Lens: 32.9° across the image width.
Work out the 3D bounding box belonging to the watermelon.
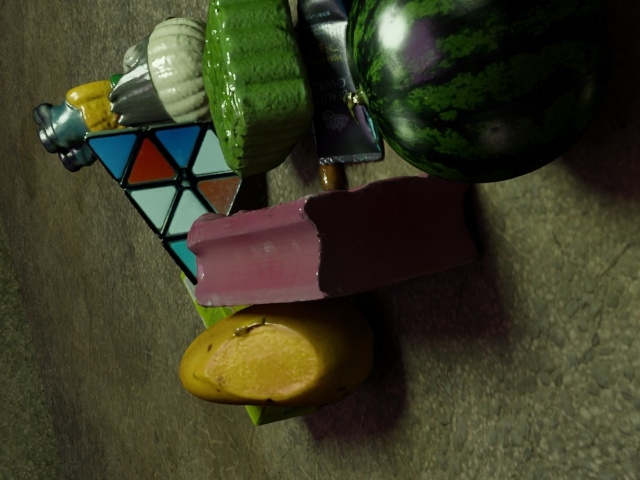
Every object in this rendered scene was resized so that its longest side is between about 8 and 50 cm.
[{"bbox_3d":[0.150,-0.188,1.049,0.269,0.269,0.269,23,118,55],"label":"watermelon"}]

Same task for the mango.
[{"bbox_3d":[-0.060,0.158,1.507,0.290,0.191,0.160,-12,91,20],"label":"mango"}]

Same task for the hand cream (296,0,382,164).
[{"bbox_3d":[0.021,-0.237,1.443,0.120,0.061,0.271,-1,103,45],"label":"hand cream"}]

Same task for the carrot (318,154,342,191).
[{"bbox_3d":[0.011,-0.111,1.514,0.032,0.032,0.093,-27,70,59],"label":"carrot"}]

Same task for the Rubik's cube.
[{"bbox_3d":[-0.278,-0.123,1.704,0.250,0.234,0.284,23,90,57],"label":"Rubik's cube"}]

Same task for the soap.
[{"bbox_3d":[0.000,0.000,1.365,0.359,0.233,0.128,-9,92,60],"label":"soap"}]

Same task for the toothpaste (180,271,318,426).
[{"bbox_3d":[-0.110,0.136,1.709,0.327,0.110,0.077,58,142,33],"label":"toothpaste"}]

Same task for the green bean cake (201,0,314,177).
[{"bbox_3d":[-0.091,-0.219,1.504,0.248,0.125,0.222,105,153,-70],"label":"green bean cake"}]

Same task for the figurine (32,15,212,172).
[{"bbox_3d":[-0.279,-0.217,1.715,0.204,0.332,0.185,52,-179,39],"label":"figurine"}]
